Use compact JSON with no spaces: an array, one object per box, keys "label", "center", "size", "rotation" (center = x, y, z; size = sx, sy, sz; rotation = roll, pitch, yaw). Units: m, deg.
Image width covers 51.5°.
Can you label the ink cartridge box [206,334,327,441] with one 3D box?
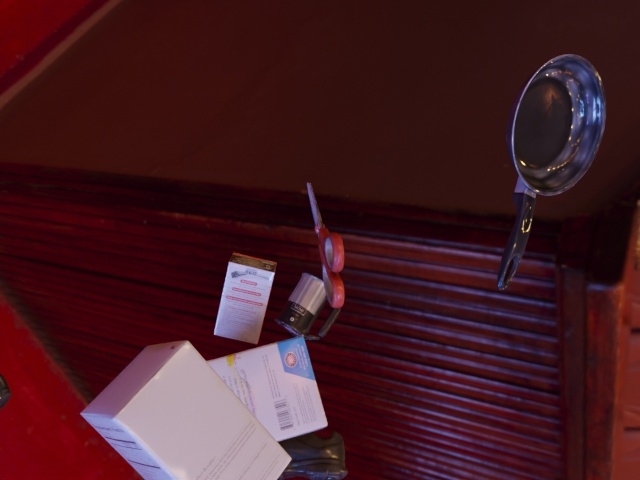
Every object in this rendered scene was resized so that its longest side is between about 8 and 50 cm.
[{"label":"ink cartridge box","center":[-0.125,0.299,1.244],"size":[0.168,0.233,0.171],"rotation":[104,-28,-72]}]

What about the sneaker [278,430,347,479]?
[{"label":"sneaker","center":[-0.075,0.531,1.664],"size":[0.109,0.287,0.130],"rotation":[98,-4,-57]}]

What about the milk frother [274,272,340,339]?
[{"label":"milk frother","center":[-0.029,0.170,1.600],"size":[0.134,0.129,0.143],"rotation":[-58,-173,-15]}]

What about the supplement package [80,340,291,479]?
[{"label":"supplement package","center":[-0.139,0.206,0.696],"size":[0.179,0.105,0.105],"rotation":[53,55,-15]}]

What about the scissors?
[{"label":"scissors","center":[0.000,0.000,1.036],"size":[0.297,0.021,0.108],"rotation":[-116,-157,-65]}]

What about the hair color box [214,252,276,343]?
[{"label":"hair color box","center":[-0.151,0.117,1.331],"size":[0.053,0.093,0.167],"rotation":[-84,-171,-67]}]

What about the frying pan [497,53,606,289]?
[{"label":"frying pan","center":[0.329,-0.101,0.959],"size":[0.197,0.053,0.325],"rotation":[-7,109,-32]}]

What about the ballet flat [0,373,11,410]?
[{"label":"ballet flat","center":[-0.371,0.189,0.636],"size":[0.173,0.049,0.057],"rotation":[-45,172,-6]}]
